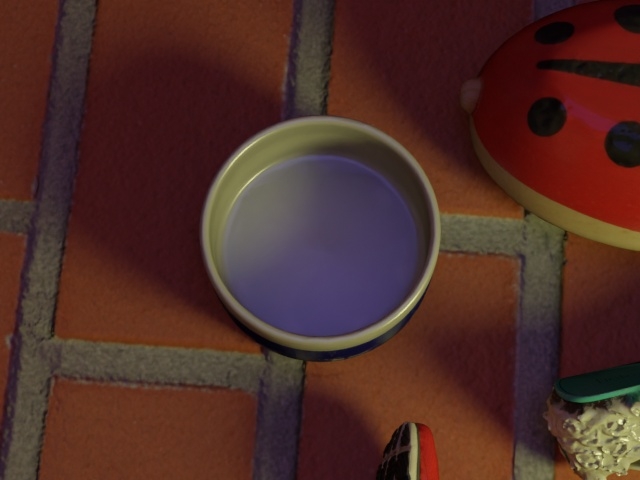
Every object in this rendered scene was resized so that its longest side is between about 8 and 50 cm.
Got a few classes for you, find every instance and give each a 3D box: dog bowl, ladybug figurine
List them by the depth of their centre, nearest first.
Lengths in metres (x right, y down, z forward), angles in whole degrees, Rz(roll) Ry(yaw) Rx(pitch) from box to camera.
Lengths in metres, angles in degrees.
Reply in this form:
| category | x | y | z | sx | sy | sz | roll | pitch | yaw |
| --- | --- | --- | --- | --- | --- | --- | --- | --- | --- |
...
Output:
| category | x | y | z | sx | sy | sz | roll | pitch | yaw |
| --- | --- | --- | --- | --- | --- | --- | --- | --- | --- |
| ladybug figurine | 0.380 | -0.144 | 1.819 | 0.449 | 0.162 | 0.305 | 4 | 70 | 3 |
| dog bowl | 0.000 | 0.000 | 1.821 | 0.265 | 0.104 | 0.265 | 0 | 74 | 1 |

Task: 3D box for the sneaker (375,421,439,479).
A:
| category | x | y | z | sx | sy | sz | roll | pitch | yaw |
| --- | --- | --- | --- | --- | --- | --- | --- | --- | --- |
| sneaker | 0.131 | 0.331 | 1.744 | 0.118 | 0.107 | 0.279 | -4 | 77 | -19 |

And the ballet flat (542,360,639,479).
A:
| category | x | y | z | sx | sy | sz | roll | pitch | yaw |
| --- | --- | --- | --- | --- | --- | --- | --- | --- | --- |
| ballet flat | 0.445 | 0.170 | 1.771 | 0.409 | 0.147 | 0.147 | -14 | 74 | 0 |
